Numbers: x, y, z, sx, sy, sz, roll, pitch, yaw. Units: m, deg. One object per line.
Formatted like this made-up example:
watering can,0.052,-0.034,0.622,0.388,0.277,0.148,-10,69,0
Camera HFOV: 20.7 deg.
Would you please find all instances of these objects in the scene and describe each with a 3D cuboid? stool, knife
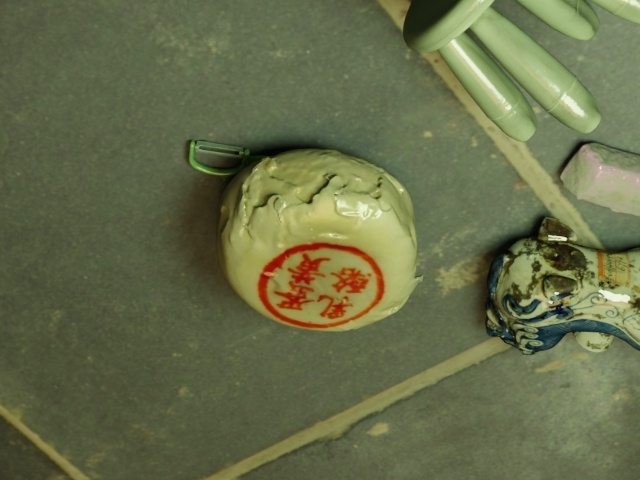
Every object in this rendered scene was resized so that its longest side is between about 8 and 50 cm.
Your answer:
stool,0.220,-0.233,1.847,0.198,0.195,0.195,34,168,-16
knife,-0.055,-0.083,2.108,0.212,0.015,0.054,8,130,-6

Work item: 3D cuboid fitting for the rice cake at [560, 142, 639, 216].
rice cake,0.466,-0.044,2.109,0.365,0.056,0.073,14,131,-10

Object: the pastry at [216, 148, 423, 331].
pastry,-0.002,-0.001,2.091,0.264,0.133,0.265,1,134,1

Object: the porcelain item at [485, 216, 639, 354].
porcelain item,0.345,0.081,2.167,0.288,0.138,0.186,6,141,-3
